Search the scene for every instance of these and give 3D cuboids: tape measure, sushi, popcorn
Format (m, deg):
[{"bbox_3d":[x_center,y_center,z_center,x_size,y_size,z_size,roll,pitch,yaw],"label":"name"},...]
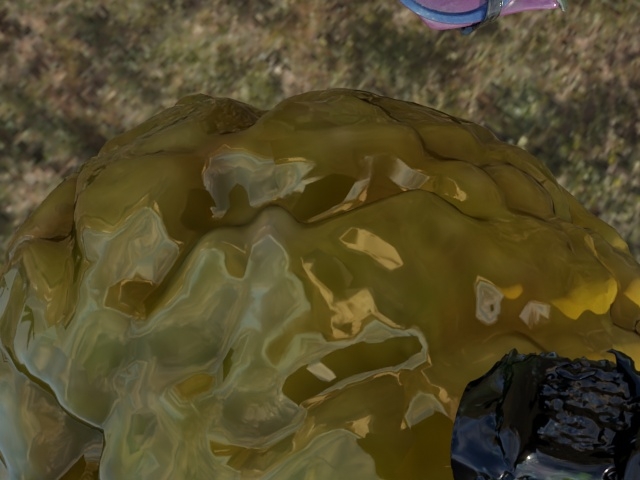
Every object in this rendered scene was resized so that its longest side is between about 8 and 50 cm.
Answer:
[{"bbox_3d":[0.204,-0.404,1.907,0.232,0.149,0.245,-7,130,31],"label":"tape measure"},{"bbox_3d":[0.089,0.069,0.461,0.083,0.056,0.084,10,160,17],"label":"sushi"},{"bbox_3d":[0.025,0.114,0.674,0.354,0.344,0.390,52,167,53],"label":"popcorn"}]
